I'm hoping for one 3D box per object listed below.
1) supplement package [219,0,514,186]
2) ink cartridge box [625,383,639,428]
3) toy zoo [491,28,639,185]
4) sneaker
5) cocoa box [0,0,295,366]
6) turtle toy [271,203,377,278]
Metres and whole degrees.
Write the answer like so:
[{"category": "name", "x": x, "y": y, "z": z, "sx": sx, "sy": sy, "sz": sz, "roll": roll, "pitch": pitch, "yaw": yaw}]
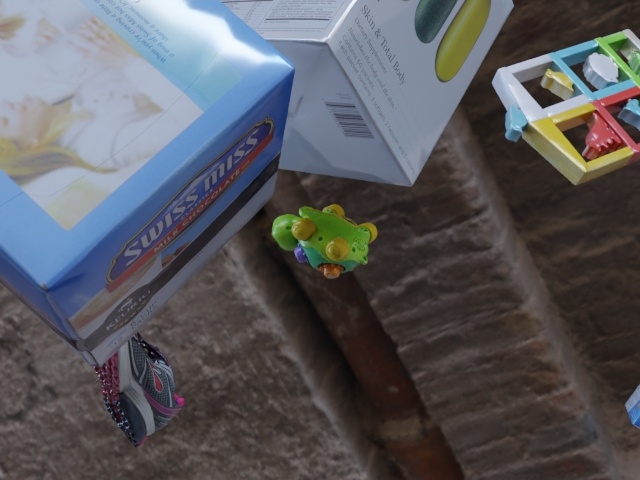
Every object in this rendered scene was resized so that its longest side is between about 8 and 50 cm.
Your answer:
[{"category": "supplement package", "x": 0.038, "y": -0.227, "z": 0.846, "sx": 0.198, "sy": 0.199, "sz": 0.263, "roll": 12, "pitch": 61, "yaw": 39}, {"category": "ink cartridge box", "x": 0.381, "y": 0.148, "z": 0.858, "sx": 0.122, "sy": 0.052, "sz": 0.088, "roll": -60, "pitch": -13, "yaw": 10}, {"category": "toy zoo", "x": 0.368, "y": -0.182, "z": 1.103, "sx": 0.293, "sy": 0.192, "sz": 0.030, "roll": -21, "pitch": -26, "yaw": -23}, {"category": "sneaker", "x": -0.298, "y": 0.194, "z": 1.290, "sx": 0.112, "sy": 0.299, "sz": 0.121, "roll": -32, "pitch": 50, "yaw": -28}, {"category": "cocoa box", "x": -0.225, "y": -0.116, "z": 0.627, "sx": 0.231, "sy": 0.347, "sz": 0.228, "roll": -45, "pitch": -9, "yaw": -20}, {"category": "turtle toy", "x": 0.000, "y": 0.000, "z": 0.970, "sx": 0.095, "sy": 0.130, "sz": 0.066, "roll": -27, "pitch": -40, "yaw": -54}]
